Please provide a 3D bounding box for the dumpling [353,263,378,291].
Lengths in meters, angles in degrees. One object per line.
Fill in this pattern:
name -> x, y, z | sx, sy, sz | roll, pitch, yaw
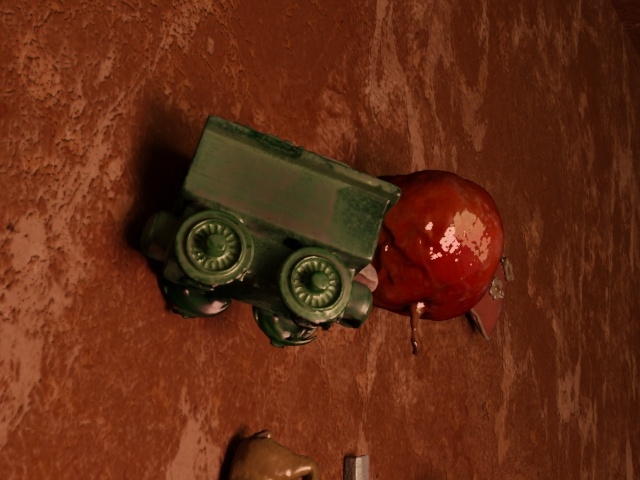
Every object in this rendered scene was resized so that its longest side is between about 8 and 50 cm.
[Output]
dumpling -> 0.000, 0.000, 1.218 | 0.124, 0.151, 0.229 | -45, 126, -8

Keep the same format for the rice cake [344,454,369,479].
rice cake -> 0.057, 0.398, 1.343 | 0.042, 0.030, 0.180 | 6, 79, -52

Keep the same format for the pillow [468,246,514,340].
pillow -> 0.309, 0.072, 1.760 | 0.171, 0.075, 0.179 | 56, 43, -38

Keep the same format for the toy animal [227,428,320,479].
toy animal -> -0.083, 0.316, 1.095 | 0.101, 0.103, 0.218 | 39, 52, -24

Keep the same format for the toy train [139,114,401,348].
toy train -> -0.057, 0.001, 1.043 | 0.266, 0.145, 0.201 | 21, 67, -9

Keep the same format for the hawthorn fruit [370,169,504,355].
hawthorn fruit -> 0.147, 0.036, 1.379 | 0.242, 0.242, 0.271 | 24, 68, -54
